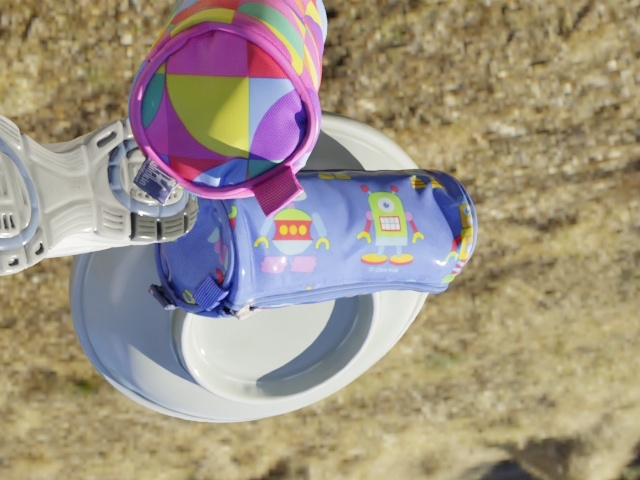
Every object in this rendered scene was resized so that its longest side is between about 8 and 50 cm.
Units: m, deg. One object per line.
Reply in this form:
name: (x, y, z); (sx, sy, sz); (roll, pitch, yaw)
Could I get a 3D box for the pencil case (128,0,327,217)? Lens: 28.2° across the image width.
pencil case: (-0.045, -0.097, 0.717); (0.104, 0.236, 0.104); (1, 114, 2)

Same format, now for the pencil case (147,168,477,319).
pencil case: (0.000, 0.000, 1.133); (0.306, 0.133, 0.119); (-4, 158, -38)

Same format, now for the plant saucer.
plant saucer: (-0.051, 0.058, 1.310); (0.400, 0.100, 0.400); (-11, 128, -14)

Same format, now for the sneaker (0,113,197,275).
sneaker: (-0.213, -0.021, 0.829); (0.129, 0.111, 0.297); (-15, 171, 35)
